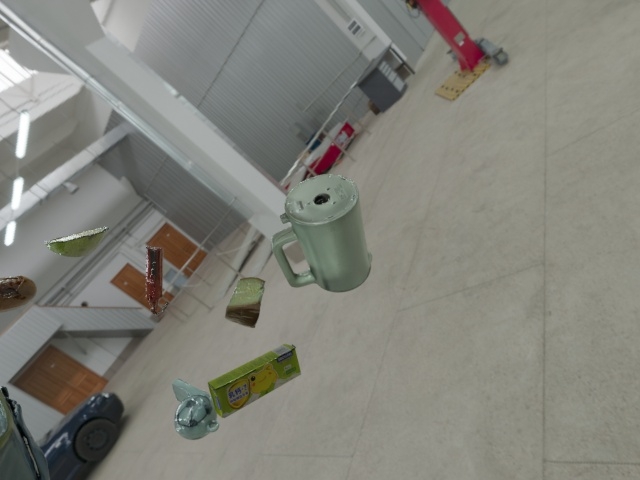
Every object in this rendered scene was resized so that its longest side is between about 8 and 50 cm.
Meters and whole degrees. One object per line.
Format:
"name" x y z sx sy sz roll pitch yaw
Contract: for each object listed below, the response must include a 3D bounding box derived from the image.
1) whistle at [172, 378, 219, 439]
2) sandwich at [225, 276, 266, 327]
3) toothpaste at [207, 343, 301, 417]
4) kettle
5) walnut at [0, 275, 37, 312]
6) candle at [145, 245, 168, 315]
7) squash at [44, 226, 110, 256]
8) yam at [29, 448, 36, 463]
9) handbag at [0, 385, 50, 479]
"whistle" -0.476 0.629 1.474 0.290 0.163 0.163 10 52 32
"sandwich" -0.212 0.179 1.152 0.258 0.096 0.094 118 166 -57
"toothpaste" -0.221 0.479 1.409 0.328 0.110 0.077 -20 14 -34
"kettle" 0.013 0.004 1.187 0.205 0.318 0.265 30 63 35
"walnut" -1.036 0.177 1.312 0.116 0.115 0.207 -39 -11 32
"candle" -0.381 0.093 0.940 0.053 0.048 0.162 6 96 55
"squash" -0.833 0.014 1.428 0.184 0.085 0.192 -2 17 32
"yam" -0.655 0.496 0.896 0.264 0.046 0.046 19 64 37
"handbag" -0.575 0.375 0.632 0.263 0.240 0.222 19 32 33
